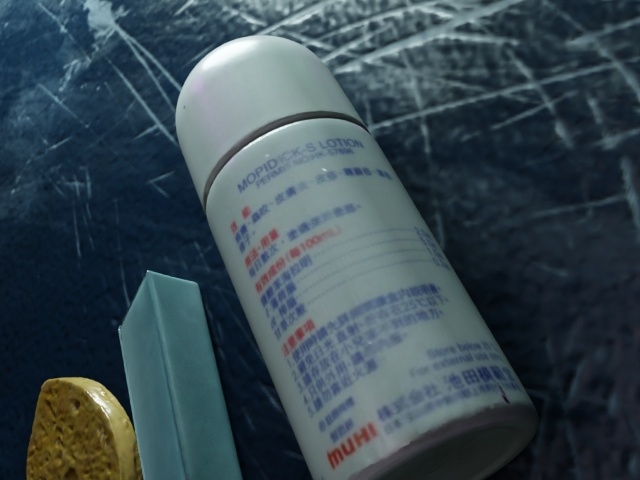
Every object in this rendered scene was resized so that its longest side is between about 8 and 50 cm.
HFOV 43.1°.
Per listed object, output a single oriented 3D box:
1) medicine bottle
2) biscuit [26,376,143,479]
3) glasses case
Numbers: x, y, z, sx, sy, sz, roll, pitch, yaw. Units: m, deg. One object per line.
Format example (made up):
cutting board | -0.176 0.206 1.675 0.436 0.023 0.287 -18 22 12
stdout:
medicine bottle | 0.000 0.000 0.529 0.130 0.130 0.341 -43 55 23
biscuit | -0.207 0.213 0.712 0.142 0.029 0.221 -44 53 24
glasses case | -0.102 0.163 0.632 0.105 0.056 0.266 -53 46 48
